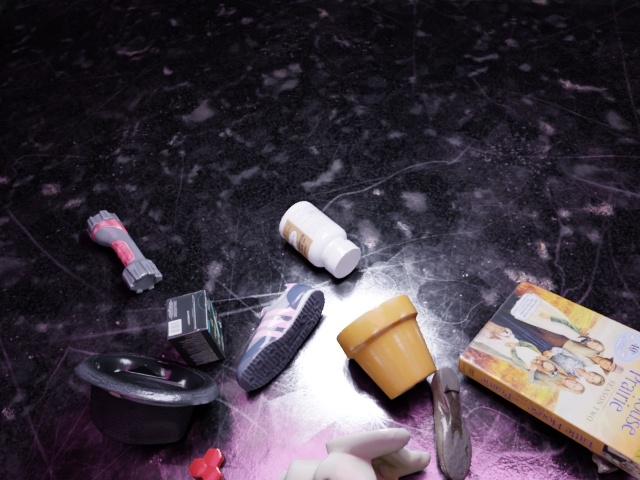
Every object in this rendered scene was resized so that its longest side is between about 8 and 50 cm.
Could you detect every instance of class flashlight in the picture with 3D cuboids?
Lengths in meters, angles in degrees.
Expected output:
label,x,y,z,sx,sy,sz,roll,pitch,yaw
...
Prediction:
label,x,y,z,sx,sy,sz,roll,pitch,yaw
flashlight,-0.599,0.034,1.573,0.103,0.103,0.304,-47,58,6

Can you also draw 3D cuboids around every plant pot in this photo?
label,x,y,z,sx,sy,sz,roll,pitch,yaw
plant pot,0.170,0.261,1.245,0.205,0.205,0.188,-27,70,-13

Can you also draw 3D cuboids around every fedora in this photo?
label,x,y,z,sx,sy,sz,roll,pitch,yaw
fedora,-0.413,0.377,1.229,0.333,0.334,0.153,13,90,17

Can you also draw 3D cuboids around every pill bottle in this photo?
label,x,y,z,sx,sy,sz,roll,pitch,yaw
pill bottle,0.000,0.000,1.492,0.131,0.131,0.229,-38,57,-20

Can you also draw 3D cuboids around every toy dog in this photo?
label,x,y,z,sx,sy,sz,roll,pitch,yaw
toy dog,0.064,0.593,0.948,0.394,0.285,0.408,-11,53,7

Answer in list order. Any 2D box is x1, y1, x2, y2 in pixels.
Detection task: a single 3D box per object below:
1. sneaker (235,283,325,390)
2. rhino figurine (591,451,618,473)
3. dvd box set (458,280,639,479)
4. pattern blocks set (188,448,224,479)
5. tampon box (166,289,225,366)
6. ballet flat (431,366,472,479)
label,x,y,z,sx,sy,sz,roll,pitch,yaw
sneaker,-0.124,0.241,1.360,0.131,0.112,0.319,17,53,40
rhino figurine,0.676,0.413,1.122,0.243,0.073,0.106,-14,55,-5
dvd box set,0.574,0.285,1.183,0.420,0.062,0.307,29,56,37
pattern blocks set,-0.291,0.642,1.113,0.324,0.026,0.285,-35,56,-17
tampon box,-0.318,0.228,1.346,0.101,0.161,0.121,-14,51,-2
ballet flat,0.287,0.414,1.192,0.084,0.058,0.250,16,54,-25
